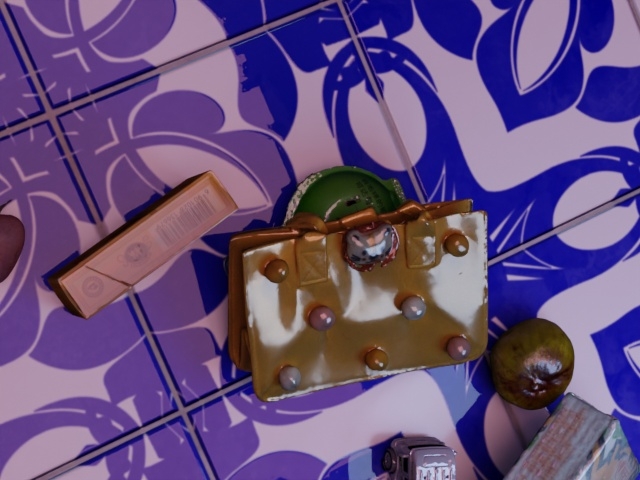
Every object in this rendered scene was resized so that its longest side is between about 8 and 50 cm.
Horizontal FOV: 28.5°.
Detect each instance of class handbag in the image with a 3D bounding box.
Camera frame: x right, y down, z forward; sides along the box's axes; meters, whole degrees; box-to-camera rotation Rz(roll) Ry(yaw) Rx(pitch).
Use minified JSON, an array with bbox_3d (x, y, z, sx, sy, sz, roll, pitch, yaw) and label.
[{"bbox_3d":[0.061,0.084,1.924,0.401,0.133,0.283,-8,116,-15],"label":"handbag"}]

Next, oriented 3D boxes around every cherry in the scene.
[{"bbox_3d":[-0.484,0.005,1.841,0.106,0.087,0.126,-11,89,-12],"label":"cherry"}]

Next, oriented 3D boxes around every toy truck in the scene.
[{"bbox_3d":[0.165,0.446,2.007,0.114,0.124,0.253,0,91,-19],"label":"toy truck"}]

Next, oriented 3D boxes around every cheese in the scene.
[{"bbox_3d":[0.000,0.000,1.985,0.320,0.083,0.204,-27,100,-15],"label":"cheese"}]

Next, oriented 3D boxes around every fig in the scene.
[{"bbox_3d":[0.348,0.201,2.063,0.136,0.121,0.153,42,78,-16],"label":"fig"}]

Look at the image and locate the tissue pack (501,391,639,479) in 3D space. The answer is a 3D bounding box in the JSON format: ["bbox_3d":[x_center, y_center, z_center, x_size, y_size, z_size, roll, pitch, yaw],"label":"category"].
[{"bbox_3d":[0.373,0.425,2.014,0.311,0.128,0.228,-53,145,-12],"label":"tissue pack"}]

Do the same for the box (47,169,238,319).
[{"bbox_3d":[-0.266,0.007,1.860,0.274,0.174,0.076,-37,98,-15],"label":"box"}]
